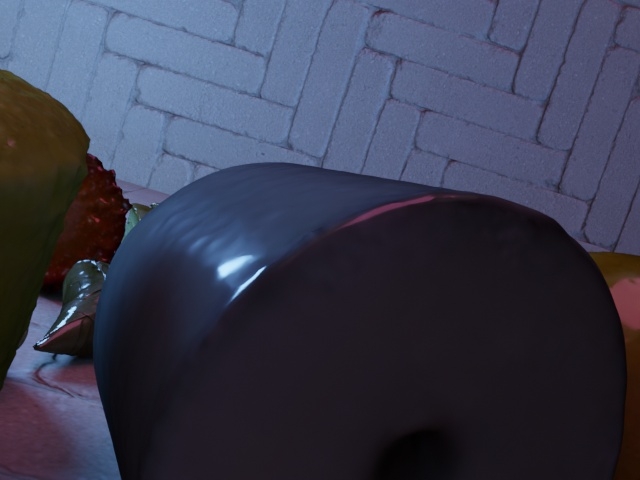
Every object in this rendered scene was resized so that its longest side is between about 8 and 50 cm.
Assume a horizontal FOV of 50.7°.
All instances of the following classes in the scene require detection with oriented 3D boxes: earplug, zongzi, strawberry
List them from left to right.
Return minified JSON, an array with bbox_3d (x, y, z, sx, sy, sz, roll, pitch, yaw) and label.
[{"bbox_3d":[-0.315,0.075,0.838,0.189,0.081,0.178,34,19,31],"label":"zongzi"},{"bbox_3d":[-0.390,-0.020,1.057,0.234,0.233,0.178,17,-9,1],"label":"strawberry"},{"bbox_3d":[-0.015,0.093,0.541,0.313,0.312,0.394,15,5,-25],"label":"earplug"}]

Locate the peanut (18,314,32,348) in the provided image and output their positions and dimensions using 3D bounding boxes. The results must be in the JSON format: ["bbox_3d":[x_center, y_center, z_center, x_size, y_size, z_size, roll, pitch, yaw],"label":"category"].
[{"bbox_3d":[-0.424,0.037,0.688,0.325,0.140,0.153,17,-5,28],"label":"peanut"}]

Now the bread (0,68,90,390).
[{"bbox_3d":[-0.349,0.000,0.410,0.348,0.307,0.348,22,10,-4],"label":"bread"}]

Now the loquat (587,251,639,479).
[{"bbox_3d":[0.270,0.168,0.632,0.329,0.328,0.328,17,6,-2],"label":"loquat"}]

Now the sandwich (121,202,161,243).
[{"bbox_3d":[-0.337,-0.003,1.354,0.128,0.122,0.236,21,7,15],"label":"sandwich"}]
